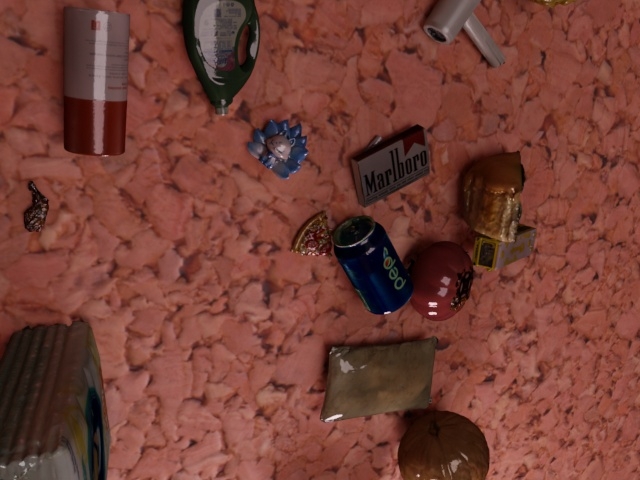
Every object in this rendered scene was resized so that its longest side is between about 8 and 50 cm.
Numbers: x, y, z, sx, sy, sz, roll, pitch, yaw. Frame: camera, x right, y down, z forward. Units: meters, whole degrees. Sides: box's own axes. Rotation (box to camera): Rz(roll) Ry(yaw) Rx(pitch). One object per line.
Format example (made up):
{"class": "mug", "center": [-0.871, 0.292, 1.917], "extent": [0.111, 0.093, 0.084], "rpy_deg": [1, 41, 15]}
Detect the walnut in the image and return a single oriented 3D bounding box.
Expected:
{"class": "walnut", "center": [0.297, 0.525, 1.634], "extent": [0.227, 0.228, 0.228], "rpy_deg": [-10, 111, -28]}

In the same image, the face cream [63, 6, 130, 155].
{"class": "face cream", "center": [-0.347, -0.244, 1.047], "extent": [0.095, 0.096, 0.214], "rpy_deg": [-3, 108, -31]}

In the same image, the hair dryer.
{"class": "hair dryer", "center": [0.316, -0.430, 1.419], "extent": [0.236, 0.073, 0.131], "rpy_deg": [34, 88, -44]}

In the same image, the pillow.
{"class": "pillow", "center": [0.142, 0.313, 1.545], "extent": [0.302, 0.075, 0.185], "rpy_deg": [0, 104, -29]}

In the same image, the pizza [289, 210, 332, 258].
{"class": "pizza", "center": [-0.006, -0.012, 1.373], "extent": [0.100, 0.029, 0.099], "rpy_deg": [11, 99, -34]}

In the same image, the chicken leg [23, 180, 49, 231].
{"class": "chicken leg", "center": [-0.456, -0.053, 1.090], "extent": [0.036, 0.021, 0.083], "rpy_deg": [8, 101, -23]}

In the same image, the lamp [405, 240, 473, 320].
{"class": "lamp", "center": [0.261, 0.088, 1.511], "extent": [0.182, 0.140, 0.182], "rpy_deg": [-27, 126, -45]}

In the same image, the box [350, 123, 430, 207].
{"class": "box", "center": [0.146, -0.155, 1.407], "extent": [0.177, 0.036, 0.115], "rpy_deg": [-29, 129, -21]}

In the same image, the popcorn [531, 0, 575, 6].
{"class": "popcorn", "center": [0.487, -0.594, 1.393], "extent": [0.189, 0.169, 0.218], "rpy_deg": [33, 84, -34]}

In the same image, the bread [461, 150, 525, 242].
{"class": "bread", "center": [0.382, -0.104, 1.521], "extent": [0.132, 0.252, 0.175], "rpy_deg": [3, 112, 13]}

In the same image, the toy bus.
{"class": "toy bus", "center": [0.431, 0.014, 1.592], "extent": [0.226, 0.074, 0.081], "rpy_deg": [-12, 115, -50]}

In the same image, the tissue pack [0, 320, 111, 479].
{"class": "tissue pack", "center": [-0.411, 0.329, 1.015], "extent": [0.162, 0.388, 0.288], "rpy_deg": [-4, 108, -13]}

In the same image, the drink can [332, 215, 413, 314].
{"class": "drink can", "center": [0.109, 0.053, 1.412], "extent": [0.118, 0.118, 0.205], "rpy_deg": [-40, 123, -14]}

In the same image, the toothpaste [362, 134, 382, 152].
{"class": "toothpaste", "center": [0.097, -0.178, 1.390], "extent": [0.024, 0.015, 0.083], "rpy_deg": [38, 89, -27]}

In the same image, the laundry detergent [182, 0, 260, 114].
{"class": "laundry detergent", "center": [-0.163, -0.322, 1.154], "extent": [0.137, 0.063, 0.211], "rpy_deg": [-16, 114, -33]}

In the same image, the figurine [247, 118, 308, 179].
{"class": "figurine", "center": [-0.069, -0.176, 1.249], "extent": [0.114, 0.079, 0.114], "rpy_deg": [-1, 81, 7]}
